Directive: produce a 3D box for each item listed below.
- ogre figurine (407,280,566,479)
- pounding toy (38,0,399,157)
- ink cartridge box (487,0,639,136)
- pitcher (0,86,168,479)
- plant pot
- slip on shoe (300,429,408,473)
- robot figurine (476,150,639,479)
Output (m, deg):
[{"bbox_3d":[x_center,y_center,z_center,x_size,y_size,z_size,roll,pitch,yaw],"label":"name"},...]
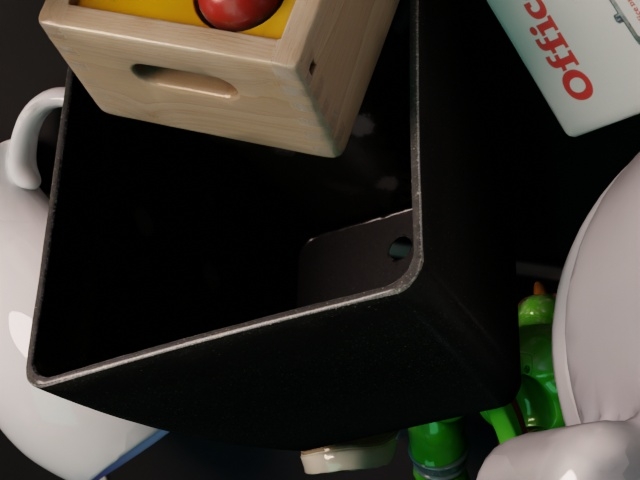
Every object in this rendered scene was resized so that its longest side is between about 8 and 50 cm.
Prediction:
[{"bbox_3d":[0.120,0.090,0.781,0.197,0.097,0.118,10,139,46],"label":"ogre figurine"},{"bbox_3d":[-0.053,-0.106,0.608,0.141,0.130,0.100,12,159,20],"label":"pounding toy"},{"bbox_3d":[0.151,-0.146,0.580,0.208,0.087,0.153,-21,106,46],"label":"ink cartridge box"},{"bbox_3d":[-0.150,0.028,0.934,0.178,0.125,0.207,-38,84,32],"label":"pitcher"},{"bbox_3d":[0.000,0.000,0.713,0.187,0.188,0.167,-17,142,26],"label":"plant pot"},{"bbox_3d":[0.021,0.096,0.840,0.051,0.135,0.041,-8,93,19],"label":"slip on shoe"},{"bbox_3d":[0.193,0.027,0.530,0.353,0.300,0.199,105,141,-78],"label":"robot figurine"}]
